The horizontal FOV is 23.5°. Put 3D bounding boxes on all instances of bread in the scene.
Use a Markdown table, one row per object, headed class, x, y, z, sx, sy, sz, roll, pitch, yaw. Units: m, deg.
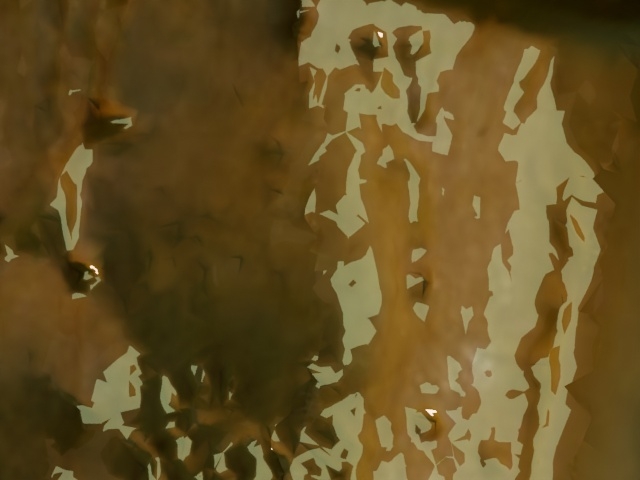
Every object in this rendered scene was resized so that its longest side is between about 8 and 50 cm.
| class | x | y | z | sx | sy | sz | roll | pitch | yaw |
| --- | --- | --- | --- | --- | --- | --- | --- | --- | --- |
| bread | 0.000 | 0.000 | 0.608 | 0.361 | 0.250 | 0.394 | 8 | 100 | 7 |
